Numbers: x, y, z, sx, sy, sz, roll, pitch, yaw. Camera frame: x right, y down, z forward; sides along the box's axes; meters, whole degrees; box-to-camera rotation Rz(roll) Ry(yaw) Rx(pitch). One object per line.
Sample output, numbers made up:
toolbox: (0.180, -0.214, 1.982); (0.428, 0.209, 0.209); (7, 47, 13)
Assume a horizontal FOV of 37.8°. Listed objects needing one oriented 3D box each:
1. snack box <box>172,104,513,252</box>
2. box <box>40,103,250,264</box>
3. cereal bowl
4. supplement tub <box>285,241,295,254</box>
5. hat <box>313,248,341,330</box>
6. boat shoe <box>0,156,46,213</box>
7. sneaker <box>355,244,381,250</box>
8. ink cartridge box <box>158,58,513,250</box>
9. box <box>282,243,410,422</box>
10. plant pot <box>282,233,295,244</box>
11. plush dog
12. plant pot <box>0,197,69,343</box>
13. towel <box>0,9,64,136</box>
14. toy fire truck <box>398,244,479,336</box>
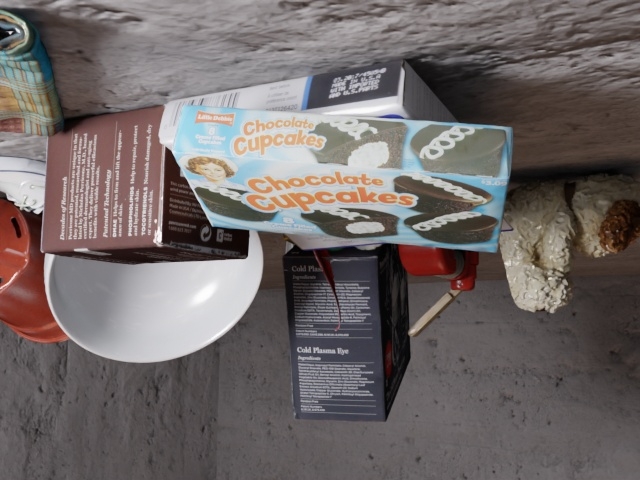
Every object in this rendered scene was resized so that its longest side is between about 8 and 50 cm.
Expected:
snack box: (0.027, -0.060, 0.961); (0.322, 0.060, 0.187); (5, 158, 9)
box: (-0.213, -0.061, 1.164); (0.203, 0.167, 0.168); (-4, 172, 34)
cereal bowl: (-0.266, 0.021, 1.470); (0.339, 0.339, 0.141); (4, -149, -24)
supplement tub: (0.018, 0.038, 2.164); (0.190, 0.117, 0.117); (3, 173, -11)
hat: (0.000, 0.000, 1.354); (0.208, 0.183, 0.173); (24, 157, -23)
boat shoe: (-0.433, -0.079, 1.428); (0.226, 0.076, 0.083); (5, 172, -31)
sneaker: (0.072, -0.059, 1.557); (0.118, 0.107, 0.279); (21, 166, -11)
ink cartridge box: (0.029, -0.084, 1.074); (0.303, 0.072, 0.307); (-5, 157, 31)
box: (0.062, 0.139, 1.809); (0.179, 0.312, 0.343); (-1, -167, 14)
plant pot: (-0.024, -0.044, 1.664); (0.083, 0.081, 0.081); (-12, 170, 11)
plush dog: (0.386, -0.037, 1.429); (0.225, 0.210, 0.262); (-17, -165, 20)
plant pot: (-0.587, 0.047, 1.830); (0.272, 0.272, 0.265); (-1, 165, 15)
towel: (-0.400, -0.159, 0.925); (0.271, 0.040, 0.370); (3, 173, -11)
toy fire truck: (0.207, 0.047, 1.669); (0.158, 0.246, 0.217); (-4, 171, 34)
